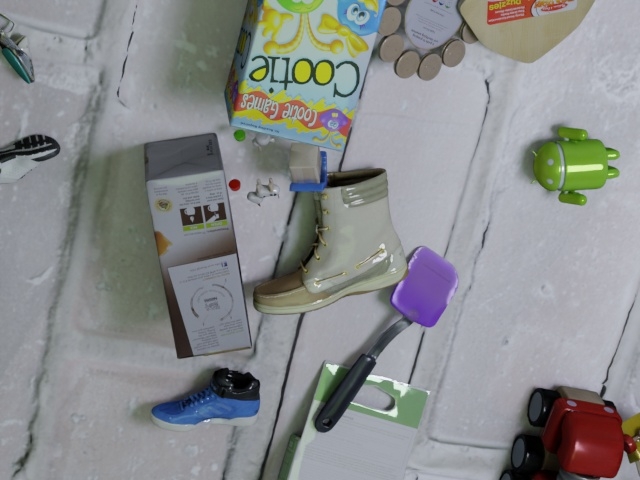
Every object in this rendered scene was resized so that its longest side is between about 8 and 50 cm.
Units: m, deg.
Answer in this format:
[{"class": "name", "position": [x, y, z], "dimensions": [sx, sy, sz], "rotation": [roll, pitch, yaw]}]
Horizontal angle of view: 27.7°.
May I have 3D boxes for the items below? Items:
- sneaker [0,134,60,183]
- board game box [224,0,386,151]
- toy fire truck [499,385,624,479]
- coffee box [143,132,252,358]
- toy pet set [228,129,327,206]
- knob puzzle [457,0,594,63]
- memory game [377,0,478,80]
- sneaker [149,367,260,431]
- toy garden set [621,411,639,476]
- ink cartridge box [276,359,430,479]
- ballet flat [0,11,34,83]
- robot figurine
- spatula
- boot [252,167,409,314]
[{"class": "sneaker", "position": [-0.375, -0.098, 1.623], "dimensions": [0.109, 0.040, 0.044], "rotation": [-16, 131, 3]}, {"class": "board game box", "position": [-0.012, -0.267, 1.536], "dimensions": [0.142, 0.144, 0.275], "rotation": [12, 111, -12]}, {"class": "toy fire truck", "position": [0.336, 0.344, 1.798], "dimensions": [0.158, 0.246, 0.217], "rotation": [12, 112, -13]}, {"class": "coffee box", "position": [-0.155, 0.007, 1.640], "dimensions": [0.098, 0.141, 0.246], "rotation": [-9, 114, -4]}, {"class": "toy pet set", "position": [-0.051, -0.096, 1.630], "dimensions": [0.114, 0.122, 0.065], "rotation": [0, 148, 8]}, {"class": "knob puzzle", "position": [0.258, -0.309, 1.609], "dimensions": [0.213, 0.030, 0.213], "rotation": [-10, 129, -13]}, {"class": "memory game", "position": [0.139, -0.280, 1.580], "dimensions": [0.186, 0.012, 0.186], "rotation": [-22, 130, -29]}, {"class": "sneaker", "position": [-0.156, 0.212, 1.773], "dimensions": [0.152, 0.058, 0.084], "rotation": [1, 119, -13]}, {"class": "toy garden set", "position": [0.532, 0.312, 1.903], "dimensions": [0.204, 0.049, 0.244], "rotation": [-28, 119, -17]}, {"class": "ink cartridge box", "position": [0.041, 0.301, 1.847], "dimensions": [0.171, 0.056, 0.235], "rotation": [18, 86, -15]}, {"class": "ballet flat", "position": [-0.373, -0.240, 1.558], "dimensions": [0.041, 0.041, 0.114], "rotation": [-37, 115, 9]}, {"class": "robot figurine", "position": [0.331, -0.098, 1.701], "dimensions": [0.115, 0.067, 0.101], "rotation": [-3, 104, -6]}, {"class": "spatula", "position": [0.084, 0.146, 1.781], "dimensions": [0.084, 0.030, 0.296], "rotation": [32, 101, -20]}, {"class": "boot", "position": [0.000, 0.000, 1.694], "dimensions": [0.213, 0.077, 0.165], "rotation": [-16, 116, -6]}]
